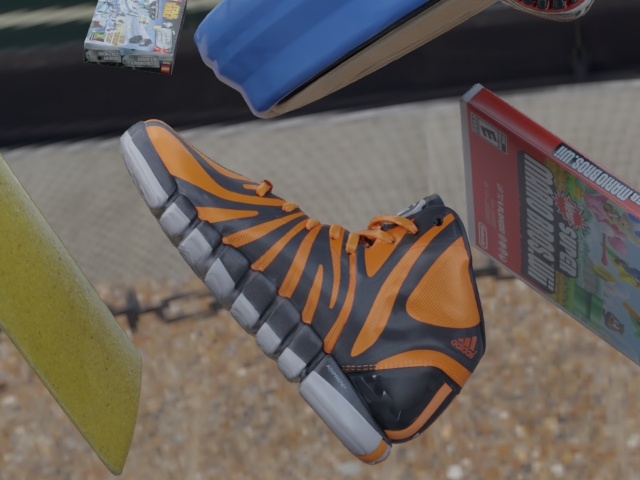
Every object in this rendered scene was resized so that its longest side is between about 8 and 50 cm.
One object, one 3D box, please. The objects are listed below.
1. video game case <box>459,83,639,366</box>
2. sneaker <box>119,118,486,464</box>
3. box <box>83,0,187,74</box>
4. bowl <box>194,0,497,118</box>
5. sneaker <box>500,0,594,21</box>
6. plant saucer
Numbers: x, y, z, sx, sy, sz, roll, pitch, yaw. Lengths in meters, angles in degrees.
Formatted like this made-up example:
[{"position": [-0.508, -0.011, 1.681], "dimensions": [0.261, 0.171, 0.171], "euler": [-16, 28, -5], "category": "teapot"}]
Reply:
[{"position": [0.223, 0.017, 1.297], "dimensions": [0.285, 0.204, 0.025], "euler": [37, 68, 27], "category": "video game case"}, {"position": [0.000, 0.000, 1.293], "dimensions": [0.180, 0.321, 0.124], "euler": [-41, -1, -4], "category": "sneaker"}, {"position": [-0.196, -0.227, 1.798], "dimensions": [0.094, 0.027, 0.137], "euler": [8, 36, -1], "category": "box"}, {"position": [0.097, -0.204, 1.172], "dimensions": [0.391, 0.077, 0.391], "euler": [-30, 1, 1], "category": "bowl"}, {"position": [0.139, -0.252, 1.458], "dimensions": [0.225, 0.092, 0.088], "euler": [38, 93, 21], "category": "sneaker"}, {"position": [-0.272, -0.004, 1.396], "dimensions": [0.081, 0.333, 0.333], "euler": [-37, 33, -9], "category": "plant saucer"}]
